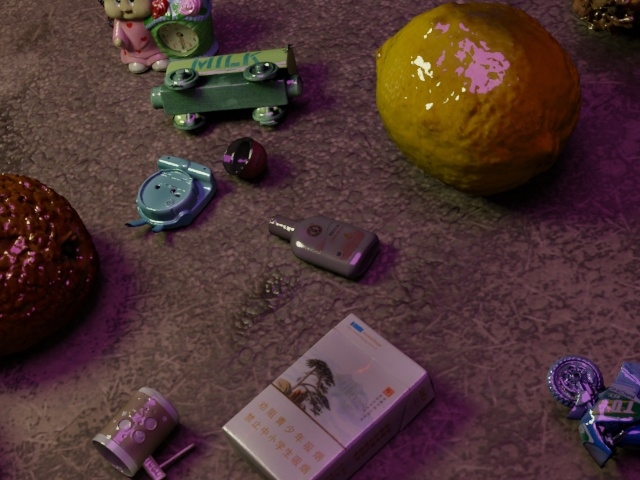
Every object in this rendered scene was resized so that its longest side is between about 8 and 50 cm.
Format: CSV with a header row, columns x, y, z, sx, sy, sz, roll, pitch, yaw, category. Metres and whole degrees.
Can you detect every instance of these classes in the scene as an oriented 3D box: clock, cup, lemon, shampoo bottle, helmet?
x,y,z,sx,sy,sz,roll,pitch,yaw,category
-0.282,-0.396,1.941,0.193,0.196,0.100,-4,46,13,clock
-0.226,0.251,1.460,0.102,0.074,0.099,25,61,31,cup
0.218,-0.210,1.607,0.268,0.268,0.322,-38,64,-18,lemon
0.000,0.000,1.635,0.165,0.040,0.080,20,60,27,shampoo bottle
-0.237,-0.061,1.746,0.108,0.045,0.147,17,57,28,clock
-0.111,-0.126,1.764,0.084,0.049,0.065,18,88,58,helmet

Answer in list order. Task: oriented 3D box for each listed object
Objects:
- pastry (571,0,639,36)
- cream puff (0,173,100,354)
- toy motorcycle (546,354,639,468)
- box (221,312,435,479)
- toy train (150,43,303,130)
x,y,z,sx,sy,sz,roll,pitch,yaw,category
0.517,-0.427,1.780,0.274,0.193,0.275,-28,39,25,pastry
-0.485,0.025,1.629,0.302,0.212,0.303,-9,51,11,cream puff
0.392,0.209,1.327,0.254,0.092,0.136,6,61,8,toy motorcycle
0.011,0.216,1.434,0.233,0.067,0.149,-40,54,-18,box
-0.148,-0.263,1.867,0.253,0.105,0.157,-5,36,11,toy train
